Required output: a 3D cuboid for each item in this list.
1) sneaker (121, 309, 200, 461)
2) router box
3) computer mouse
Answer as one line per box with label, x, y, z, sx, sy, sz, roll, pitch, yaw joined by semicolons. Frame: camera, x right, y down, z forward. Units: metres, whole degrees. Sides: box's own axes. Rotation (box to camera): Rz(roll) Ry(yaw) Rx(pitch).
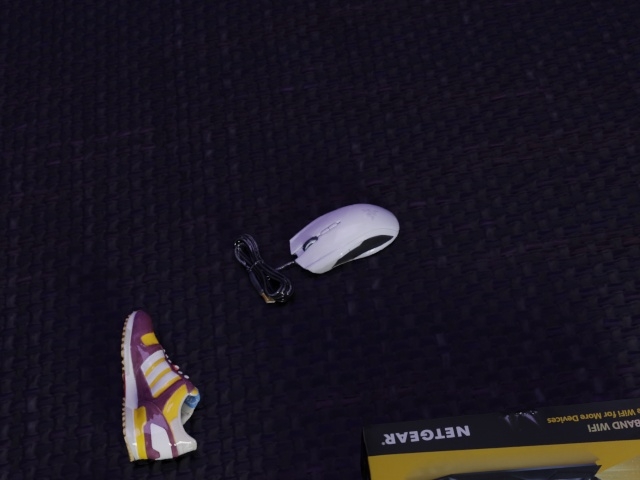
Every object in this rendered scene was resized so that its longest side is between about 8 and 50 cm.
sneaker;-0.175;0.159;1.620;0.084;0.069;0.185;-3;56;-4
router box;0.205;0.282;1.407;0.309;0.081;0.243;-6;50;-5
computer mouse;0.000;0.000;1.729;0.193;0.042;0.106;-25;50;-10
